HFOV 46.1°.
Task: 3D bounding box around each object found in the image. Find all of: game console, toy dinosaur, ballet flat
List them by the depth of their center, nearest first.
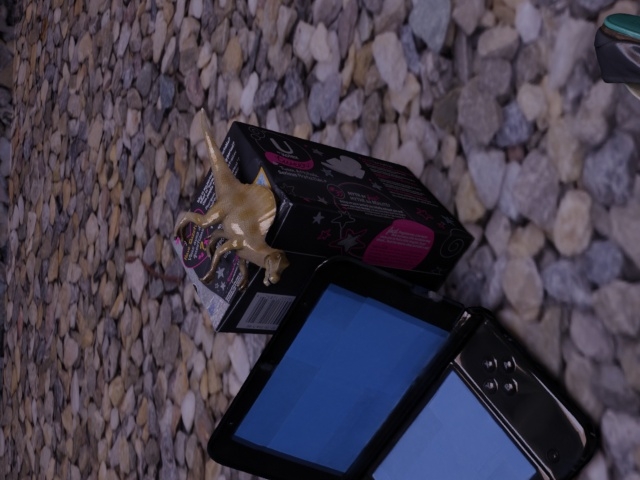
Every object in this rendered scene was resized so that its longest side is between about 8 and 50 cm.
[{"bbox_3d":[0.306,-0.124,0.588,0.203,0.074,0.074,32,108,41],"label":"ballet flat"},{"bbox_3d":[-0.079,-0.021,0.661,0.092,0.053,0.183,-40,61,20],"label":"toy dinosaur"},{"bbox_3d":[0.061,0.200,0.725,0.250,0.173,0.293,51,123,36],"label":"game console"}]

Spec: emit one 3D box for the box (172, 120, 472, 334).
[{"bbox_3d":[0.000,0.000,0.784,0.163,0.247,0.142,-58,44,25],"label":"box"}]
